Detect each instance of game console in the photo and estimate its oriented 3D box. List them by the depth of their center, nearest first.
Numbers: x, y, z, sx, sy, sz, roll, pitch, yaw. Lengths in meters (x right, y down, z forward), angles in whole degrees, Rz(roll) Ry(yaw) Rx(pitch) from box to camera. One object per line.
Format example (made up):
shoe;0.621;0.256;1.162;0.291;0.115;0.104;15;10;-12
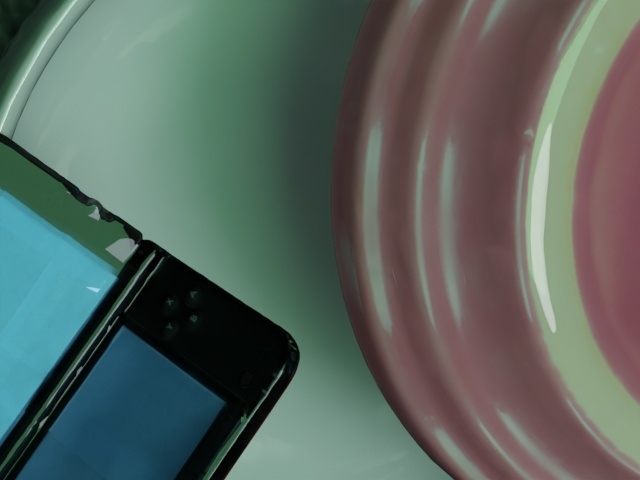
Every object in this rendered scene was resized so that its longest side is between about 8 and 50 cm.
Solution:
game console;-0.101;0.056;0.557;0.144;0.124;0.085;-55;140;-4

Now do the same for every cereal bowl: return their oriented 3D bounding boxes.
cereal bowl;0.000;0.000;0.710;0.339;0.141;0.339;-5;103;-23

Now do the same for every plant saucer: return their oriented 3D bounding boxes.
plant saucer;0.169;-0.025;0.657;0.332;0.084;0.332;-5;101;-24
